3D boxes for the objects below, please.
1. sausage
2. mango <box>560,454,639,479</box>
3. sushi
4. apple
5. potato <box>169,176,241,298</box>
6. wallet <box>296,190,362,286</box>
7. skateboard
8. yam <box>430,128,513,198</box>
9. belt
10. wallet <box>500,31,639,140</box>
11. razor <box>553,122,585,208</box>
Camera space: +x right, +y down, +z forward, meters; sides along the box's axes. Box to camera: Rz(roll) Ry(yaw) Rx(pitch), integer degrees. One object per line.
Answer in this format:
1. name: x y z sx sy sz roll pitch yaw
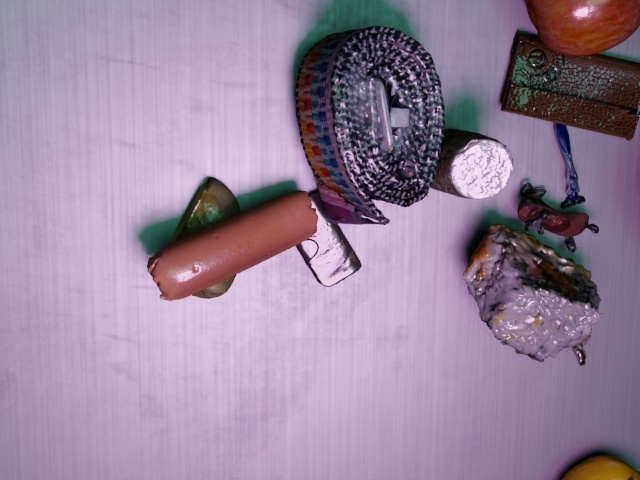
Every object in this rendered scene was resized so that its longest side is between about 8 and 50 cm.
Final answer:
1. sausage: -0.132 0.007 1.647 0.289 0.086 0.086 -25 106 -22
2. mango: 0.488 0.508 1.897 0.167 0.130 0.262 11 104 -7
3. sushi: 0.360 0.092 1.745 0.274 0.184 0.139 24 124 -17
4. apple: 0.412 -0.386 1.667 0.174 0.188 0.188 -20 105 5
5. potato: -0.178 0.002 1.701 0.119 0.054 0.198 15 98 -11
6. wallet: 0.000 0.000 1.752 0.082 0.018 0.156 -30 106 -3
7. skateboard: 0.393 -0.045 1.795 0.151 0.080 0.067 20 136 -27
8. yam: 0.228 -0.121 1.682 0.107 0.194 0.107 -2 99 -12
9. belt: 0.076 -0.185 1.661 0.207 0.160 0.295 -21 106 -24
10. wallet: 0.426 -0.255 1.769 0.243 0.039 0.133 11 95 -13
11. razor: 0.421 -0.131 1.802 0.044 0.028 0.154 -16 104 -7
